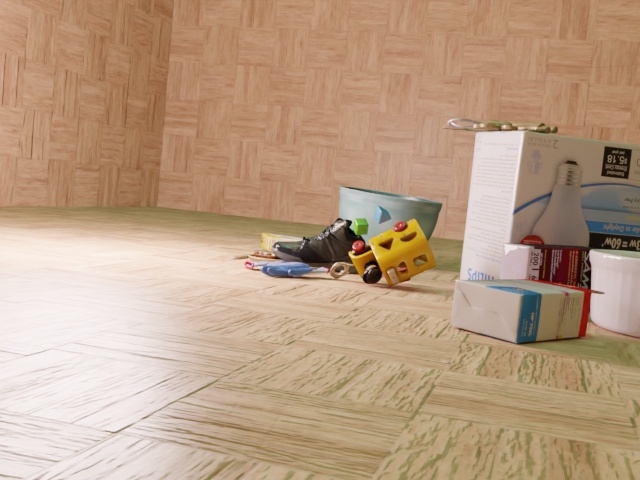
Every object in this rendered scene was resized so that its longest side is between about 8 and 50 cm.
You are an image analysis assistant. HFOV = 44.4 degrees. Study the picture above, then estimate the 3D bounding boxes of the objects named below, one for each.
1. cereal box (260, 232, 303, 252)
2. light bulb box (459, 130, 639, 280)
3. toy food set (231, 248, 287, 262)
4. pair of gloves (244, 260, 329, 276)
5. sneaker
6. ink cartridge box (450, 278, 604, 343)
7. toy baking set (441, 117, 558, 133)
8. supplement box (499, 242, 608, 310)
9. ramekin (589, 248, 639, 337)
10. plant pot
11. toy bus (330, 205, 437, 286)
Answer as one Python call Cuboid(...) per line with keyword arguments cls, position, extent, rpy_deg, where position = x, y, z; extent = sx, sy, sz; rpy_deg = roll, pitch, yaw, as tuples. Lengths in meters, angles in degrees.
Cuboid(cls="cereal box", position=(-0.036, 0.021, 2.149), extent=(0.240, 0.048, 0.173), rpy_deg=(8, 2, -11))
Cuboid(cls="light bulb box", position=(0.536, -0.050, 1.779), extent=(0.357, 0.361, 0.225), rpy_deg=(4, 6, -15))
Cuboid(cls="toy food set", position=(-0.119, 0.035, 1.971), extent=(0.192, 0.039, 0.132), rpy_deg=(7, 4, 21))
Cuboid(cls="pair of gloves", position=(-0.075, 0.064, 1.748), extent=(0.159, 0.023, 0.198), rpy_deg=(2, 4, -23))
Cuboid(cls="sneaker", position=(0.000, 0.000, 1.878), extent=(0.227, 0.130, 0.087), rpy_deg=(7, 17, -1))
Cuboid(cls="ink cartridge box", position=(0.336, 0.108, 1.259), extent=(0.231, 0.078, 0.134), rpy_deg=(2, 6, -39))
Cuboid(cls="toy baking set", position=(0.403, -0.262, 1.783), extent=(0.196, 0.030, 0.256), rpy_deg=(2, 6, -29))
Cuboid(cls="supplement box", position=(0.464, 0.074, 1.556), extent=(0.239, 0.130, 0.073), rpy_deg=(2, 5, -34))
Cuboid(cls="ramekin", position=(0.614, 0.098, 1.388), extent=(0.277, 0.135, 0.277), rpy_deg=(5, 5, 0))
Cuboid(cls="plant pot", position=(0.184, -0.035, 2.216), extent=(0.292, 0.196, 0.293), rpy_deg=(9, 7, -1))
Cuboid(cls="toy bus", position=(0.148, 0.045, 1.682), extent=(0.190, 0.202, 0.104), rpy_deg=(11, 32, -23))
